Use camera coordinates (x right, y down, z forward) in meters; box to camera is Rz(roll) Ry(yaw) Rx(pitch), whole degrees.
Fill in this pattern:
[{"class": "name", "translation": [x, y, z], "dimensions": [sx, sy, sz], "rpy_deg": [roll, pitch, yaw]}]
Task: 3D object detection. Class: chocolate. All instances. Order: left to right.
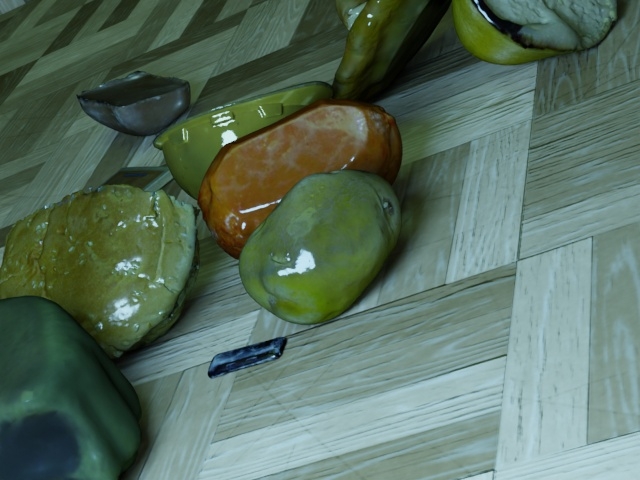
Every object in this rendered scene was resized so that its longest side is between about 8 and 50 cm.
[{"class": "chocolate", "translation": [-0.323, -0.232, 2.479], "dimensions": [0.161, 0.083, 0.261], "rpy_deg": [-20, 20, -22]}]

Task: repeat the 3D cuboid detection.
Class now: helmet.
[{"class": "helmet", "translation": [-0.090, -0.108, 1.904], "dimensions": [0.257, 0.140, 0.205], "rpy_deg": [-16, -6, 9]}]

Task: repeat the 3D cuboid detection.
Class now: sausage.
[{"class": "sausage", "translation": [-0.022, -0.078, 1.744], "dimensions": [0.268, 0.153, 0.141], "rpy_deg": [-28, -18, 5]}]

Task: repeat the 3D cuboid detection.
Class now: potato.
[{"class": "potato", "translation": [0.003, 0.004, 1.589], "dimensions": [0.200, 0.137, 0.154], "rpy_deg": [-49, 0, -37]}]

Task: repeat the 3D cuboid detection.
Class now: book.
[{"class": "book", "translation": [-0.353, -0.041, 2.211], "dimensions": [0.242, 0.018, 0.170], "rpy_deg": [-44, 27, -29]}]

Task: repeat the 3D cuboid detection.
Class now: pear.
[{"class": "pear", "translation": [0.258, -0.319, 1.903], "dimensions": [0.267, 0.267, 0.178], "rpy_deg": [-49, 1, -37]}]

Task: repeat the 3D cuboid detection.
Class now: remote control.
[{"class": "remote control", "translation": [-0.084, 0.128, 1.579], "dimensions": [0.096, 0.014, 0.039], "rpy_deg": [-17, 26, 24]}]

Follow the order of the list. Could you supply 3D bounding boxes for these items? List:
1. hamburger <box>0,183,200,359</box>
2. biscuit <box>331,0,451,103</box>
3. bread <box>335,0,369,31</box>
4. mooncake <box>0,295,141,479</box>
[{"class": "hamburger", "translation": [-0.282, 0.061, 1.735], "dimensions": [0.309, 0.132, 0.211], "rpy_deg": [-13, 64, 31]}, {"class": "biscuit", "translation": [0.128, -0.331, 2.000], "dimensions": [0.335, 0.078, 0.329], "rpy_deg": [-44, -14, -55]}, {"class": "bread", "translation": [0.096, -0.381, 2.296], "dimensions": [0.134, 0.085, 0.173], "rpy_deg": [-29, 25, 10]}, {"class": "mooncake", "translation": [-0.368, 0.223, 1.504], "dimensions": [0.351, 0.187, 0.351], "rpy_deg": [-24, 28, 14]}]
